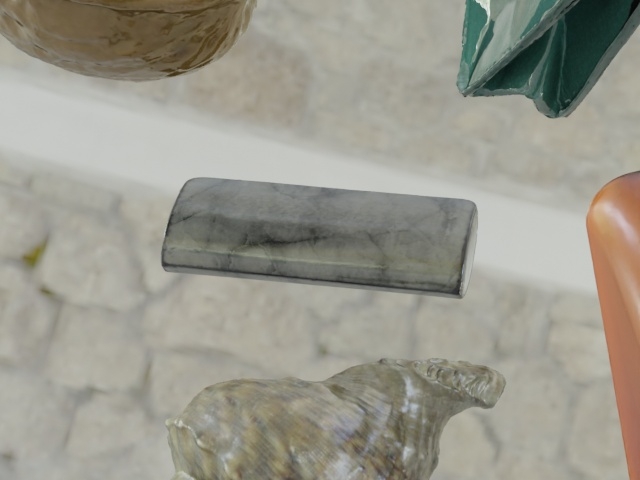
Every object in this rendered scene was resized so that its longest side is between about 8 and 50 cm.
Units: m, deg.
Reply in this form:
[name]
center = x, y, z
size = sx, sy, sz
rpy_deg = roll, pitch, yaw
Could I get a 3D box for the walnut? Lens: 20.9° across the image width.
[walnut]
center = -0.184, -0.289, 1.524
size = 0.333, 0.333, 0.333
rpy_deg = 15, -11, 3

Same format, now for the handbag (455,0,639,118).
[handbag]
center = 0.205, -0.251, 1.336
size = 0.100, 0.268, 0.274
rpy_deg = 15, -28, -16

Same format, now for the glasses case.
[glasses case]
center = 0.000, 0.000, 1.697
size = 0.299, 0.114, 0.060
rpy_deg = 4, -41, 13

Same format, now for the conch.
[conch]
center = -0.001, 0.110, 0.941
size = 0.155, 0.207, 0.130
rpy_deg = 17, -46, 64

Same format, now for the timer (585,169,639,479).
[timer]
center = 0.300, 0.061, 0.998
size = 0.257, 0.250, 0.161
rpy_deg = -13, 8, 2
